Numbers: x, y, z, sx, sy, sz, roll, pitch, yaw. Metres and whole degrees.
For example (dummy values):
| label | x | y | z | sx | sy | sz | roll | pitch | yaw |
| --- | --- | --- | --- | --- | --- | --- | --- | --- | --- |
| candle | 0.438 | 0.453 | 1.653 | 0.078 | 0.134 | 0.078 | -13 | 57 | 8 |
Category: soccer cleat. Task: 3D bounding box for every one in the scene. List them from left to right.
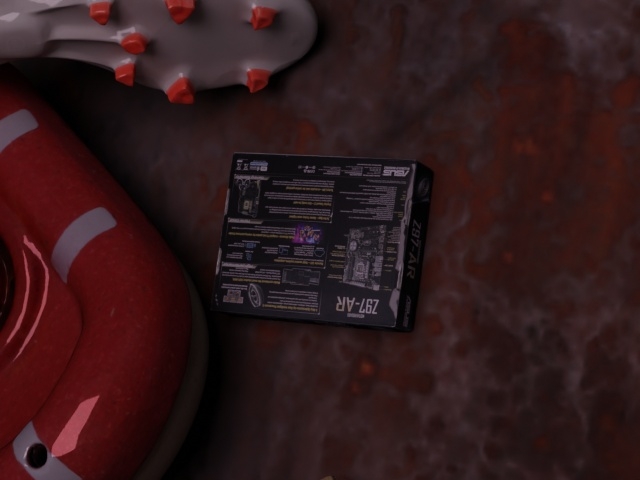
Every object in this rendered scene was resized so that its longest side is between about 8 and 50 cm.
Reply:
| label | x | y | z | sx | sy | sz | roll | pitch | yaw |
| --- | --- | --- | --- | --- | --- | --- | --- | --- | --- |
| soccer cleat | -0.100 | -0.100 | 0.659 | 0.196 | 0.068 | 0.076 | -1 | 50 | -7 |

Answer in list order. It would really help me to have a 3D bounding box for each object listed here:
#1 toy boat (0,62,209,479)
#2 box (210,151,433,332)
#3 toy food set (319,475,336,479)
| label | x | y | z | sx | sy | sz | roll | pitch | yaw |
| --- | --- | --- | --- | --- | --- | --- | --- | --- | --- |
| toy boat | -0.155 | 0.018 | 0.645 | 0.151 | 0.151 | 0.231 | -48 | 63 | 10 |
| box | 0.000 | 0.000 | 0.647 | 0.083 | 0.018 | 0.067 | 3 | 81 | 27 |
| toy food set | -0.030 | 0.140 | 0.635 | 0.122 | 0.019 | 0.078 | -29 | 68 | 27 |
